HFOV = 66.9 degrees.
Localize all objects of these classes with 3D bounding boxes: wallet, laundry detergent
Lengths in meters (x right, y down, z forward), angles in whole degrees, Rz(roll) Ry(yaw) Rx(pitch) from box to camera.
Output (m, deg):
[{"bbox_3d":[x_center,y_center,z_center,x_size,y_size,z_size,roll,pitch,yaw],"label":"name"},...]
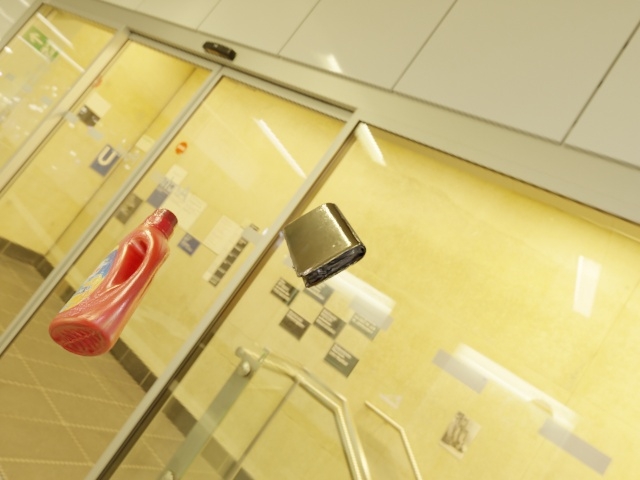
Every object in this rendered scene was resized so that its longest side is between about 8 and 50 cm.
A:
[{"bbox_3d":[0.000,0.000,0.768,0.031,0.110,0.198,60,1,-25],"label":"wallet"},{"bbox_3d":[-0.181,0.027,0.460,0.097,0.165,0.049,-19,-55,35],"label":"laundry detergent"}]
